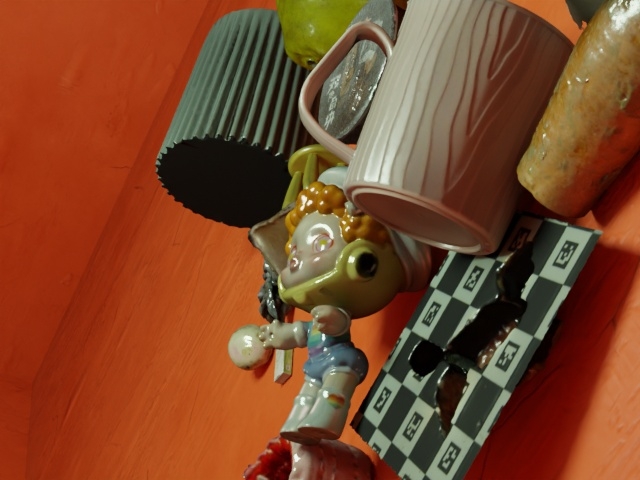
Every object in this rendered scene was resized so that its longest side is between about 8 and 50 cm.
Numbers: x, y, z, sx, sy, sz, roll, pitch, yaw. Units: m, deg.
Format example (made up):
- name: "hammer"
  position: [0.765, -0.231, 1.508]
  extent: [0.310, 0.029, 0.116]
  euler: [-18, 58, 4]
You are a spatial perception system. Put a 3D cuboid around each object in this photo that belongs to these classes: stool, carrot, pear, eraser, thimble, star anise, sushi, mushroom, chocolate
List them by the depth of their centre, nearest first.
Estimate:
- name: "carrot"
  position: [0.313, -0.163, 1.267]
  extent: [0.302, 0.138, 0.139]
  euler: [-56, 24, 38]
- name: "sushi"
  position: [0.189, 0.130, 1.412]
  extent: [0.343, 0.064, 0.359]
  euler: [-60, 16, -1]
- name: "thimble"
  position: [-0.021, 0.351, 1.654]
  extent: [0.189, 0.125, 0.163]
  euler: [-44, 31, 49]
- name: "chocolate"
  position: [0.000, 0.000, 1.949]
  extent: [0.083, 0.161, 0.261]
  euler: [-36, 8, -33]
- name: "pear"
  position: [0.060, -0.423, 2.018]
  extent: [0.321, 0.269, 0.269]
  euler: [-58, 19, -6]
- name: "stool"
  position: [-0.002, -0.089, 2.042]
  extent: [0.135, 0.134, 0.110]
  euler: [63, -159, -51]
- name: "eraser"
  position: [-0.063, 0.201, 2.055]
  extent: [0.038, 0.019, 0.083]
  euler: [-51, 27, 45]
- name: "star anise"
  position: [-0.068, 0.062, 2.140]
  extent: [0.180, 0.061, 0.205]
  euler: [-40, 34, 53]
- name: "mushroom"
  position: [-0.124, 0.192, 2.152]
  extent: [0.067, 0.083, 0.084]
  euler: [36, -109, -67]
- name: "stool"
  position: [-0.129, -0.235, 2.270]
  extent: [0.297, 0.297, 0.330]
  euler: [-41, 31, 53]

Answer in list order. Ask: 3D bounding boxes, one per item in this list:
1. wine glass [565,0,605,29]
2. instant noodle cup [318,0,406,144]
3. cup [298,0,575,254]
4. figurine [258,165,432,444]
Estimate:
- name: "wine glass"
  position: [0.337, -0.383, 1.414]
  extent: [0.143, 0.143, 0.321]
  euler: [-49, 30, 44]
- name: "instant noodle cup"
  position: [0.132, -0.202, 1.665]
  extent: [0.217, 0.207, 0.217]
  euler: [-51, 28, 42]
- name: "cup"
  position: [0.141, -0.156, 1.441]
  extent: [0.208, 0.288, 0.273]
  euler: [0, 65, 63]
- name: "figurine"
  position: [0.027, 0.094, 1.648]
  extent: [0.224, 0.205, 0.382]
  euler: [-5, 64, 63]
